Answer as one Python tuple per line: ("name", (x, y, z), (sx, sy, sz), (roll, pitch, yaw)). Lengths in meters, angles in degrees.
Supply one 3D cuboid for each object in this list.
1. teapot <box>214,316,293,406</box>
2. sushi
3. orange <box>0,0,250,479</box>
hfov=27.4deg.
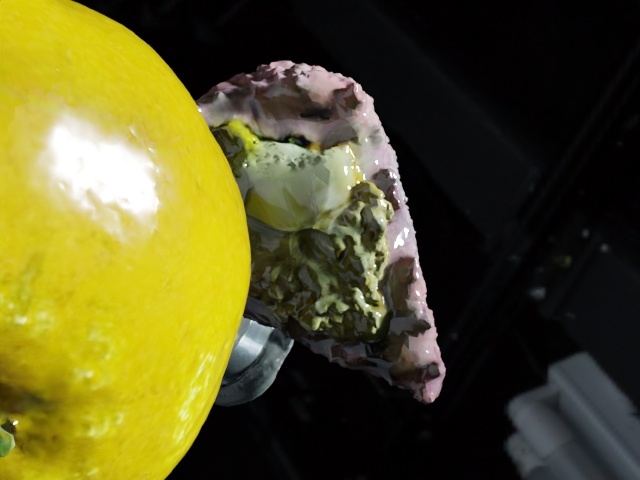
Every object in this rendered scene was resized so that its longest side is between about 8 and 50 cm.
("teapot", (-0.176, 0.094, 1.502), (0.305, 0.285, 0.223), (-37, -137, 22))
("sushi", (-0.020, 0.003, 0.860), (0.161, 0.107, 0.241), (-15, -89, 6))
("orange", (-0.172, 0.011, 0.560), (0.235, 0.279, 0.279), (51, -58, 50))
